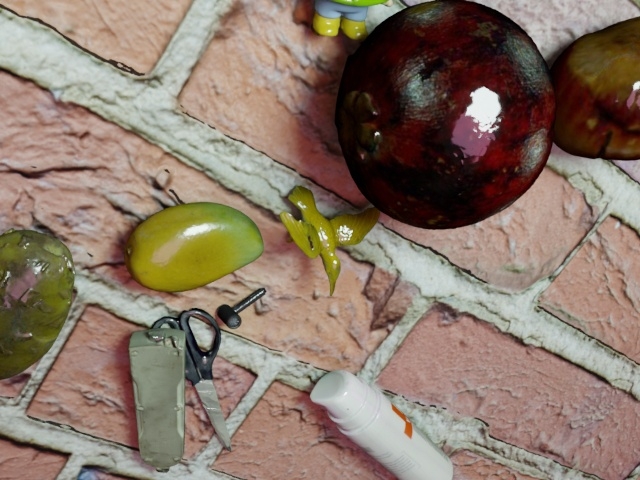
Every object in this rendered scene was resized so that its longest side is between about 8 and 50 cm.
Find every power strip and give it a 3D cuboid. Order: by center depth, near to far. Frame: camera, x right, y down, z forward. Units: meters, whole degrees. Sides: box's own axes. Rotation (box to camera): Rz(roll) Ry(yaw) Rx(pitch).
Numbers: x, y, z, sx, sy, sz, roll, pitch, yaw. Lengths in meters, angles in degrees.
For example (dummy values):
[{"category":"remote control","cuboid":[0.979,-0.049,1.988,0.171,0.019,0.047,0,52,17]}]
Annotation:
[{"category":"power strip","cuboid":[-0.249,0.254,0.997,0.080,0.048,0.286,2,119,-5]}]

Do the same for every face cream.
[{"category":"face cream","cuboid":[0.115,0.346,1.146,0.102,0.102,0.345,-40,121,3]}]

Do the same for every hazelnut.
[{"category":"hazelnut","cuboid":[0.444,-0.210,0.940,0.229,0.229,0.229,-7,117,-15]}]

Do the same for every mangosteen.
[{"category":"mangosteen","cuboid":[0.165,-0.158,0.823,0.311,0.311,0.311,-7,117,-15]}]

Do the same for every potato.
[{"category":"potato","cuboid":[-0.417,0.095,0.843,0.149,0.113,0.251,31,102,-27]}]

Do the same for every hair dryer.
[{"category":"hair dryer","cuboid":[-0.117,0.102,0.989,0.083,0.047,0.026,-34,121,-17]}]

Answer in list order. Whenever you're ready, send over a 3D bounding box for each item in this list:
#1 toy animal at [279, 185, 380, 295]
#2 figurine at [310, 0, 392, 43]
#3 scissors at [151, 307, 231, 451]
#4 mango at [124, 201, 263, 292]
[{"category":"toy animal","cuboid":[0.000,0.000,0.949,0.219,0.095,0.155,-20,124,-44]},{"category":"figurine","cuboid":[0.044,-0.375,0.763,0.162,0.143,0.263,3,131,-13]},{"category":"scissors","cuboid":[-0.189,0.239,1.040,0.109,0.022,0.300,-17,120,-6]},{"category":"mango","cuboid":[-0.175,0.009,0.894,0.195,0.092,0.130,-2,114,-22]}]
